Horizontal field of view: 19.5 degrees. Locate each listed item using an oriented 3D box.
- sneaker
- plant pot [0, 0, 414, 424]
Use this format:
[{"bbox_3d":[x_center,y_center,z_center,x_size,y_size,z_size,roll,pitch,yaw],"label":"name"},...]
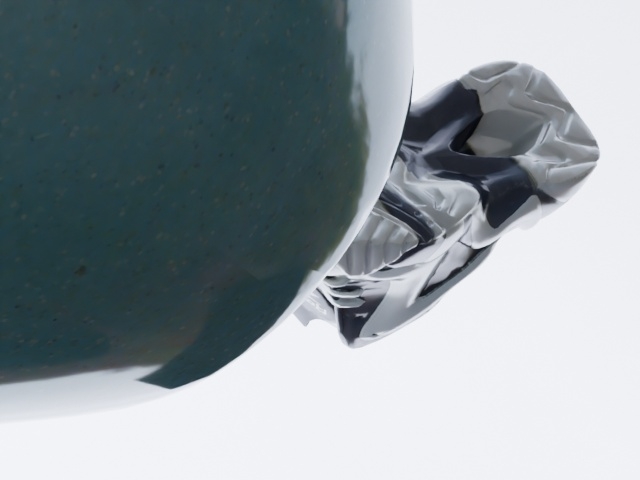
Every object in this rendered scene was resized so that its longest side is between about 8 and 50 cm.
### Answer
[{"bbox_3d":[0.000,0.000,0.822,0.235,0.153,0.094,-20,-112,-45],"label":"sneaker"},{"bbox_3d":[-0.088,-0.064,0.486,0.195,0.290,0.290,41,-111,-29],"label":"plant pot"}]
